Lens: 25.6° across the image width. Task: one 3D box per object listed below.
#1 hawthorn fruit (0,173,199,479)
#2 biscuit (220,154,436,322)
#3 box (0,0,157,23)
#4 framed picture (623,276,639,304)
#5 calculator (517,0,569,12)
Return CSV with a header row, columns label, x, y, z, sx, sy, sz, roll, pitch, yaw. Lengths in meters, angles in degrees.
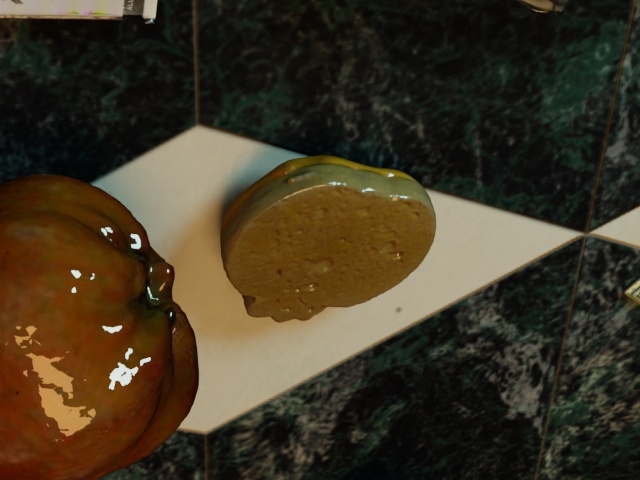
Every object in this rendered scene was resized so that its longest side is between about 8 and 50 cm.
label,x,y,z,sx,sy,sz,roll,pitch,yaw
hawthorn fruit,-0.216,0.079,0.976,0.261,0.224,0.224,-22,135,17
biscuit,-0.001,-0.003,1.089,0.170,0.050,0.170,-11,140,-9
box,-0.214,-0.194,0.853,0.247,0.033,0.129,-3,132,-18
framed picture,0.380,0.040,1.288,0.142,0.011,0.183,-44,130,19
calculator,0.056,-0.237,0.822,0.262,0.021,0.161,23,139,-5
